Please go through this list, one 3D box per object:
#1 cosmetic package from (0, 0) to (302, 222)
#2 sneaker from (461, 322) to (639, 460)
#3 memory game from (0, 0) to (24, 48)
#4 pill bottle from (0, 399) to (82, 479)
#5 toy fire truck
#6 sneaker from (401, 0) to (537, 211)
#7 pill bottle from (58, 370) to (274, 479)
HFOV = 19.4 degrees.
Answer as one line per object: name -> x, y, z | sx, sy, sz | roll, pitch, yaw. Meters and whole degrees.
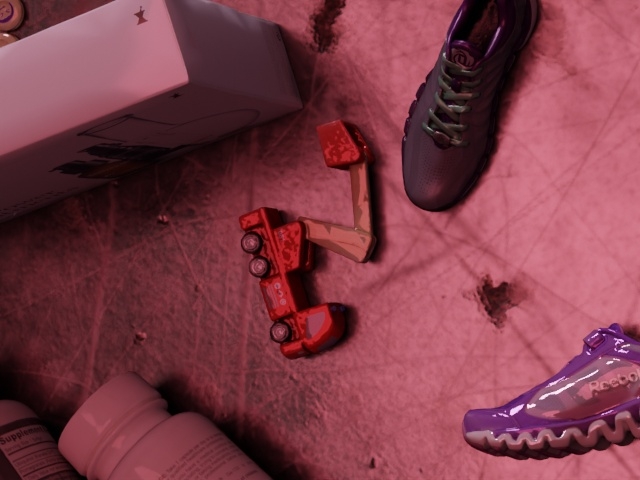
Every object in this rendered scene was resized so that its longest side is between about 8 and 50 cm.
cosmetic package -> -0.239, -0.105, 1.666 | 0.377, 0.284, 0.097 | -20, 82, 18
sneaker -> 0.235, 0.127, 1.602 | 0.236, 0.095, 0.104 | -12, 77, 13
memory game -> -0.378, -0.209, 1.861 | 0.186, 0.012, 0.186 | -1, 88, 19
pill bottle -> -0.301, 0.260, 1.730 | 0.176, 0.176, 0.318 | -41, 76, 13
toy fire truck -> 0.000, 0.000, 1.705 | 0.135, 0.047, 0.192 | -20, 82, 16
sneaker -> 0.116, -0.135, 1.642 | 0.083, 0.098, 0.223 | 21, 94, 19
pill bottle -> -0.123, 0.230, 1.694 | 0.229, 0.131, 0.131 | 41, 101, 16
